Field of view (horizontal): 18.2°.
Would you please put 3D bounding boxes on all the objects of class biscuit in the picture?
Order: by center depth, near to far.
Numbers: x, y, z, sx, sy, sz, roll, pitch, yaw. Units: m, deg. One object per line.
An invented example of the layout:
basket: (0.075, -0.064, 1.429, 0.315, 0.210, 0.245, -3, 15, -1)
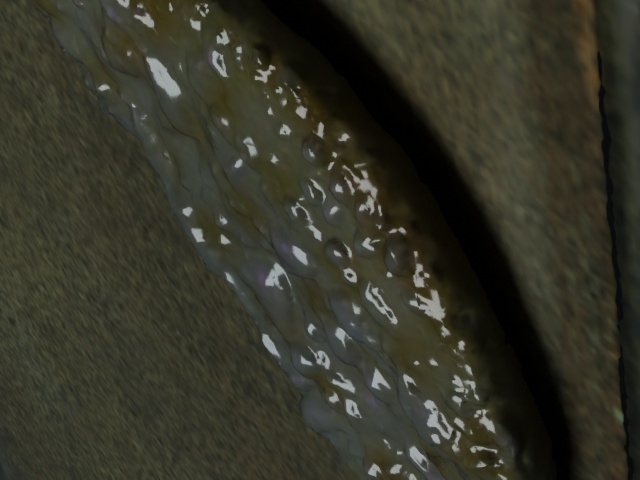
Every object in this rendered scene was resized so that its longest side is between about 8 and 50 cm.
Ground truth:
biscuit: (0.001, -0.001, 0.630, 0.290, 0.038, 0.141, 57, 157, -4)
